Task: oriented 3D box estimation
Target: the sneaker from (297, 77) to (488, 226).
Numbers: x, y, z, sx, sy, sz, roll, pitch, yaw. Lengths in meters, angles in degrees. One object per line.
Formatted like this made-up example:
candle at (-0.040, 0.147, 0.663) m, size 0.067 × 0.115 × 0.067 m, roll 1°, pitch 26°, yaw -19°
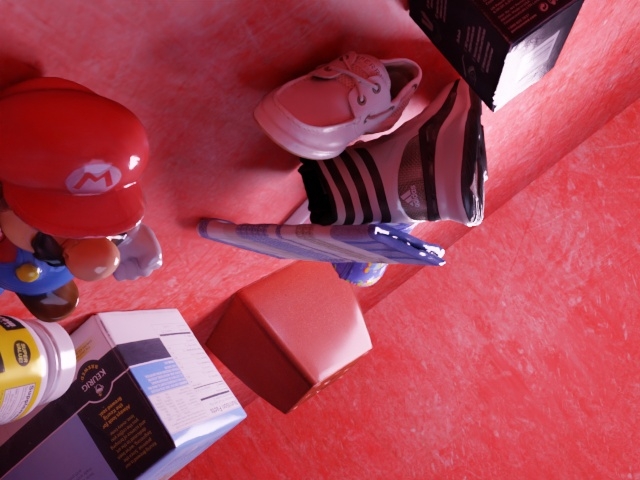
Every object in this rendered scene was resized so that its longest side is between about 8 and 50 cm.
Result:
sneaker at (0.107, -0.137, 0.978) m, size 0.257 × 0.169 × 0.447 m, roll -4°, pitch -161°, yaw 17°

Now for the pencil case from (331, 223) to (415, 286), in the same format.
pencil case at (0.090, -0.016, 1.188) m, size 0.133 × 0.119 × 0.306 m, roll -41°, pitch 168°, yaw -21°

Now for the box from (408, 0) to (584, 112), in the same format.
box at (0.171, -0.242, 0.684) m, size 0.093 × 0.158 × 0.156 m, roll -36°, pitch 166°, yaw -1°

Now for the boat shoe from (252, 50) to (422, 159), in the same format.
boat shoe at (0.031, -0.166, 0.738) m, size 0.096 × 0.098 × 0.277 m, roll -48°, pitch 172°, yaw 35°

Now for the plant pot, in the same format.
plant pot at (-0.050, 0.210, 1.444) m, size 0.267 × 0.236 × 0.267 m, roll -26°, pitch 163°, yaw -36°

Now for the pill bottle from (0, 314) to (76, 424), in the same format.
pill bottle at (-0.365, 0.140, 0.694) m, size 0.119 × 0.119 × 0.208 m, roll -41°, pitch 166°, yaw 16°

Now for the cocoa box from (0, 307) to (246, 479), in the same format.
cocoa box at (-0.339, 0.299, 1.038) m, size 0.347 × 0.228 × 0.231 m, roll -40°, pitch 166°, yaw 13°

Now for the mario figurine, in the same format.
mario figurine at (-0.218, 0.015, 0.532) m, size 0.320 × 0.170 × 0.198 m, roll -41°, pitch -158°, yaw 47°

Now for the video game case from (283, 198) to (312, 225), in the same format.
video game case at (0.045, -0.065, 1.224) m, size 0.204 × 0.025 × 0.285 m, roll -45°, pitch 164°, yaw 29°

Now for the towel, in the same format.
towel at (0.000, 0.000, 0.896) m, size 0.285 × 0.034 × 0.209 m, roll 1°, pitch 170°, yaw 35°
